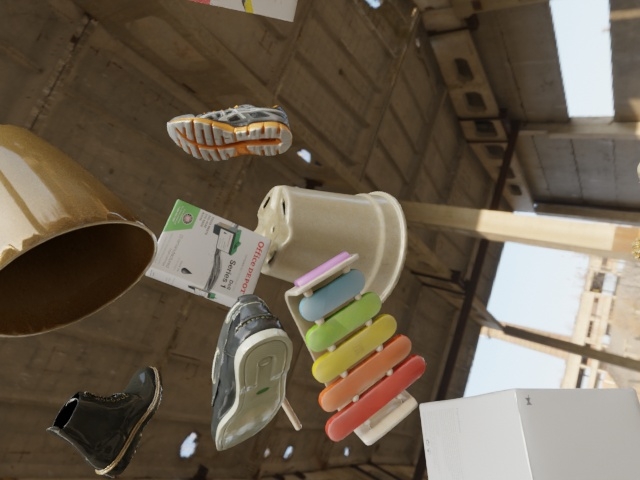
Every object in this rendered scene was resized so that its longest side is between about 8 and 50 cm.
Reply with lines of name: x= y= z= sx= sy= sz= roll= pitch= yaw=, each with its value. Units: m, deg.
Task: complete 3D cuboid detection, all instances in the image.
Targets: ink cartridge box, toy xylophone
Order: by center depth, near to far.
ink cartridge box: x=-0.101 y=-0.367 z=0.635 sx=0.198 sy=0.115 sz=0.067 roll=-1 pitch=-49 yaw=-25
toy xylophone: x=0.027 y=0.187 z=0.723 sx=0.236 sy=0.081 sz=0.323 roll=-38 pitch=-68 yaw=-17
ink cartridge box: x=-0.234 y=0.035 z=0.965 sx=0.219 sy=0.092 sz=0.160 roll=23 pitch=-114 yaw=-15

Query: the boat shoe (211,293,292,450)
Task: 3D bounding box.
boat shoe: x=-0.090 y=0.165 z=0.537 sx=0.084 sy=0.079 sz=0.233 roll=-11 pitch=-47 yaw=-34

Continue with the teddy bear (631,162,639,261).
teddy bear: x=0.505 y=-0.004 z=0.616 sx=0.245 sy=0.113 sz=0.338 roll=-42 pitch=-54 yaw=-66

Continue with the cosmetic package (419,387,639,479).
cosmetic package: x=0.308 y=0.299 z=0.666 sx=0.223 sy=0.225 sz=0.138 roll=7 pitch=-117 yaw=-20

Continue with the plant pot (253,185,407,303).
plant pot: x=0.000 y=0.000 z=1.172 sx=0.305 sy=0.333 sz=0.334 roll=13 pitch=-93 yaw=-27

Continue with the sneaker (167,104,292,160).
sneaker: x=-0.156 y=-0.195 z=0.788 sx=0.084 sy=0.214 sz=0.083 roll=97 pitch=174 yaw=-55

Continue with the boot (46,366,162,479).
boot: x=-0.343 y=0.262 z=0.744 sx=0.137 sy=0.076 sz=0.198 roll=59 pitch=-164 yaw=-30

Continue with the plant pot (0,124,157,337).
plant pot: x=-0.407 y=-0.036 z=0.643 sx=0.237 sy=0.254 sz=0.237 roll=-37 pitch=-17 yaw=-13
